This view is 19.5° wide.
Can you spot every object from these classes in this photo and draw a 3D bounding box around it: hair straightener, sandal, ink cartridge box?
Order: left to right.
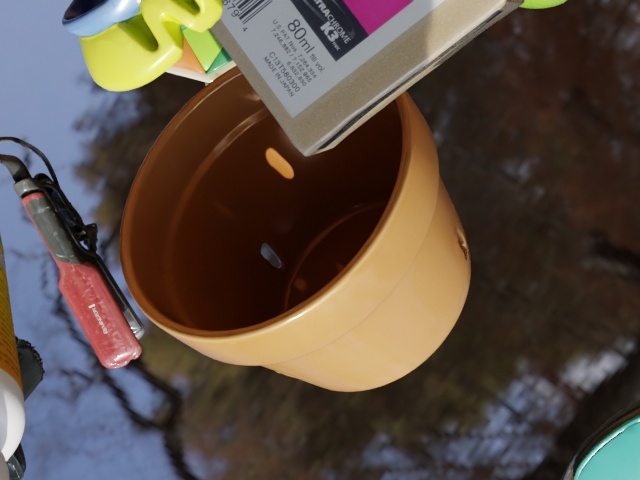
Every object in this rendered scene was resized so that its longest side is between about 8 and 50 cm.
[{"bbox_3d":[-0.227,0.002,1.646,0.230,0.047,0.089,57,-169,-17],"label":"hair straightener"},{"bbox_3d":[-0.057,-0.232,1.035,0.138,0.317,0.126,40,-170,-21],"label":"sandal"},{"bbox_3d":[0.002,-0.211,1.361,0.234,0.193,0.088,53,-163,3],"label":"ink cartridge box"}]

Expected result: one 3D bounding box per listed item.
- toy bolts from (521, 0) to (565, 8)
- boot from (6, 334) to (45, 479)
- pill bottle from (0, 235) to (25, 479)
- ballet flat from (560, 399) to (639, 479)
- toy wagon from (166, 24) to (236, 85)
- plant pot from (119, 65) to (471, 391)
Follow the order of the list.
[{"bbox_3d":[0.224,-0.301,1.361,0.218,0.228,0.158,3,167,0],"label":"toy bolts"},{"bbox_3d":[-0.292,0.156,1.742,0.045,0.121,0.099,2,-135,33],"label":"boot"},{"bbox_3d":[-0.280,0.091,1.300,0.136,0.136,0.245,15,-139,-32],"label":"pill bottle"},{"bbox_3d":[0.183,0.169,1.222,0.074,0.203,0.074,28,-159,-12],"label":"ballet flat"},{"bbox_3d":[-0.064,-0.308,1.786,0.267,0.344,0.068,58,-169,-13],"label":"toy wagon"},{"bbox_3d":[0.000,0.000,1.626,0.203,0.291,0.291,42,-168,-46],"label":"plant pot"}]
